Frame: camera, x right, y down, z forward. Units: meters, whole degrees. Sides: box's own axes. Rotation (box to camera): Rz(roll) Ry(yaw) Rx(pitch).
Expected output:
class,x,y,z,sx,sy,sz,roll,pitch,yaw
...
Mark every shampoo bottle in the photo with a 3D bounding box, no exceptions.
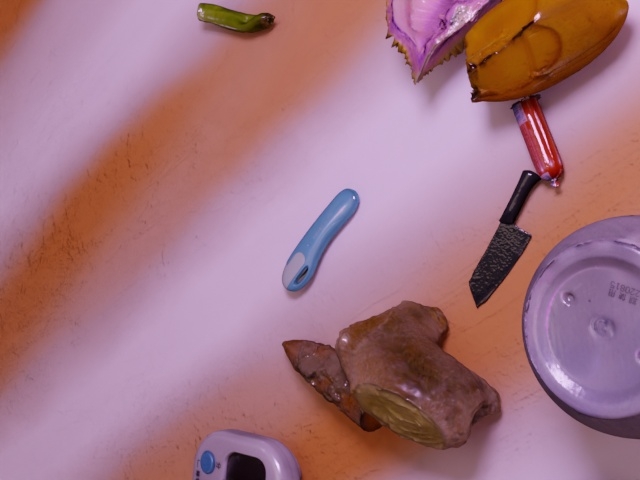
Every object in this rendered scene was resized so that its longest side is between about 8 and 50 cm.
class,x,y,z,sx,sy,sz,roll,pitch,yaw
shampoo bottle,0.406,0.106,1.142,0.273,0.266,0.273,-2,87,40

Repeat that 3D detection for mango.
class,x,y,z,sx,sy,sz,roll,pitch,yaw
mango,0.319,-0.291,1.319,0.252,0.154,0.126,-22,50,29

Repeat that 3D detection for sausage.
class,x,y,z,sx,sy,sz,roll,pitch,yaw
sausage,0.331,-0.146,1.370,0.050,0.048,0.145,-16,73,-3

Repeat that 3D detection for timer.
class,x,y,z,sx,sy,sz,roll,pitch,yaw
timer,-0.135,0.481,1.657,0.237,0.087,0.262,3,88,39

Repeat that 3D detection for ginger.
class,x,y,z,sx,sy,sz,roll,pitch,yaw
ginger,0.151,0.198,1.410,0.275,0.221,0.130,24,137,12

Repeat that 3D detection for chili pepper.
class,x,y,z,sx,sy,sz,roll,pitch,yaw
chili pepper,-0.162,-0.431,1.783,0.201,0.052,0.050,19,127,37

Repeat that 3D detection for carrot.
class,x,y,z,sx,sy,sz,roll,pitch,yaw
carrot,0.020,0.230,1.563,0.263,0.101,0.102,28,104,42

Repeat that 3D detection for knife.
class,x,y,z,sx,sy,sz,roll,pitch,yaw
knife,0.000,0.000,1.630,0.222,0.031,0.064,-54,53,17
knife,0.287,0.003,1.407,0.060,0.028,0.230,31,107,23

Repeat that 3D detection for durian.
class,x,y,z,sx,sy,sz,roll,pitch,yaw
durian,0.240,-0.408,1.431,0.341,0.112,0.191,-43,52,18
